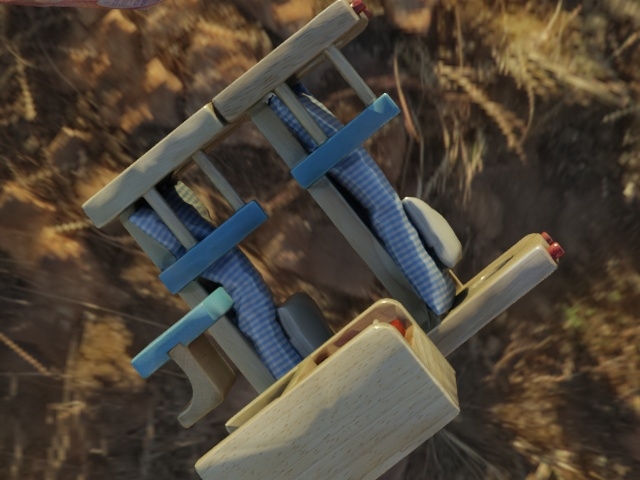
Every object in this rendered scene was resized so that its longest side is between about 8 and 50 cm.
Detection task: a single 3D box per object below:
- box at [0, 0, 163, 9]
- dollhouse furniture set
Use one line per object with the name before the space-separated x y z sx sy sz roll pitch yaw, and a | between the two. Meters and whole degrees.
box | -0.126 -0.276 0.838 0.142 0.154 0.300 -1 86 -31
dollhouse furniture set | 0.000 0.000 0.588 0.129 0.184 0.129 -39 91 5
